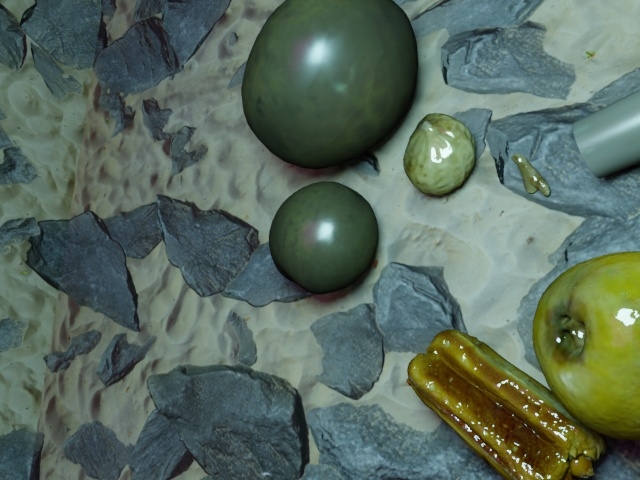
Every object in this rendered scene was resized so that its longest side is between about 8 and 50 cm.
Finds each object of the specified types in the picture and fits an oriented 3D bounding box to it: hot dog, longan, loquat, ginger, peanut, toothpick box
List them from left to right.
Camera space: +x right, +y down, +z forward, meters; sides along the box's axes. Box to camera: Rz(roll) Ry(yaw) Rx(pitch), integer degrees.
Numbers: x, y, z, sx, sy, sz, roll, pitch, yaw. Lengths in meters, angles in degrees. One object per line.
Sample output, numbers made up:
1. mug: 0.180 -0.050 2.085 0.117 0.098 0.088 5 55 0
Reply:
1. longan: 0.000 0.000 1.469 0.248 0.248 0.248 -14 67 37
2. longan: 0.020 -0.334 1.482 0.336 0.404 0.404 37 104 5
3. peanut: 0.230 -0.165 1.398 0.141 0.109 0.159 33 110 52
4. hot dog: 0.296 0.286 1.189 0.158 0.117 0.349 -48 50 -7
5. ginger: 0.381 -0.117 1.302 0.030 0.048 0.097 -35 80 -19
6. loquat: 0.444 0.148 1.016 0.275 0.275 0.274 -14 67 37
7. toothpick box: 0.515 -0.184 1.155 0.181 0.111 0.111 -26 61 34
